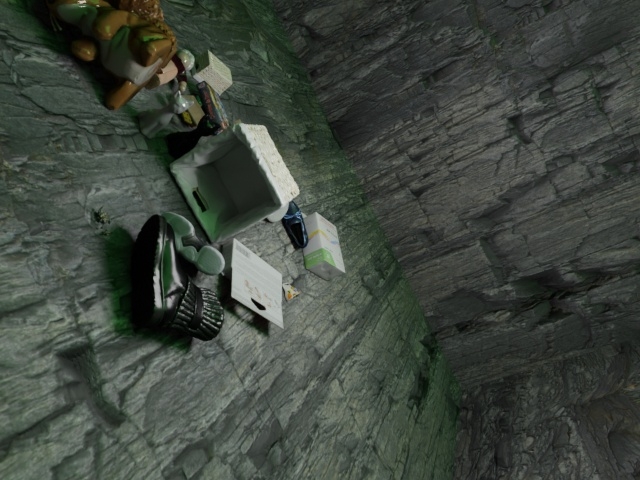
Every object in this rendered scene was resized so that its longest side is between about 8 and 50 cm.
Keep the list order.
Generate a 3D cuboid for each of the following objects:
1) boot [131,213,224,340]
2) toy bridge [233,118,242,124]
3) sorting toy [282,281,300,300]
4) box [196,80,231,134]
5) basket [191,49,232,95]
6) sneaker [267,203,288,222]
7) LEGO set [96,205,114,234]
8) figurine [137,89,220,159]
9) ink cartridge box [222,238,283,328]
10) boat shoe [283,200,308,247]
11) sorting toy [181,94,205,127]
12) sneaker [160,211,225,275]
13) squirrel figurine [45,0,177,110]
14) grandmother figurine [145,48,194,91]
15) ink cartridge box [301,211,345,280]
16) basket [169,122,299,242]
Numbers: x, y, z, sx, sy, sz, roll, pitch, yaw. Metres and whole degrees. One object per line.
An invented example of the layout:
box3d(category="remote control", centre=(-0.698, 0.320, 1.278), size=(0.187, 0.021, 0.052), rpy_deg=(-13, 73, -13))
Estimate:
box3d(category="boot", centre=(-0.413, 0.115, 1.442), size=(0.260, 0.131, 0.349), rpy_deg=(22, 58, -49))
box3d(category="toy bridge", centre=(-0.374, -0.501, 2.233), size=(0.188, 0.063, 0.026), rpy_deg=(67, 1, -82))
box3d(category="sorting toy", centre=(-0.131, 0.212, 2.095), size=(0.075, 0.045, 0.083), rpy_deg=(49, 20, 12))
box3d(category="box", centre=(-0.450, -0.554, 2.119), size=(0.159, 0.044, 0.233), rpy_deg=(24, 44, -80))
box3d(category="basket", centre=(-0.490, -0.758, 2.214), size=(0.167, 0.103, 0.114), rpy_deg=(30, 40, -52))
box3d(category="sneaker", centre=(-0.256, -0.203, 2.133), size=(0.150, 0.135, 0.366), rpy_deg=(41, -4, 26))
box3d(category="LEGO set", centre=(-0.604, -0.054, 1.360), size=(0.054, 0.023, 0.083), rpy_deg=(28, 56, -52))
box3d(category="figurine", centre=(-0.493, -0.410, 1.713), size=(0.215, 0.209, 0.093), rpy_deg=(39, 34, -46))
box3d(category="ink cartridge box", centre=(-0.252, 0.173, 1.825), size=(0.296, 0.066, 0.261), rpy_deg=(43, 31, -41))
box3d(category="boat shoe", centre=(-0.116, -0.088, 2.320), size=(0.259, 0.108, 0.089), rpy_deg=(61, 2, -3))
box3d(category="sorting toy", centre=(-0.519, -0.510, 1.955), size=(0.132, 0.046, 0.274), rpy_deg=(60, 15, -10))
box3d(category="sneaker", centre=(-0.415, 0.025, 1.590), size=(0.268, 0.101, 0.153), rpy_deg=(41, -12, 8))
box3d(category="squirrel figurine", centre=(-0.672, -0.702, 1.586), size=(0.370, 0.281, 0.397), rpy_deg=(41, 39, -16))
box3d(category="grandmother figurine", centre=(-0.593, -0.684, 1.926), size=(0.208, 0.103, 0.342), rpy_deg=(64, 24, -24))
box3d(category="ink cartridge box", centre=(0.000, 0.000, 2.478), size=(0.207, 0.119, 0.354), rpy_deg=(34, 38, -50))
box3d(category="basket", centre=(-0.298, -0.223, 1.796), size=(0.329, 0.331, 0.266), rpy_deg=(62, 21, -8))
